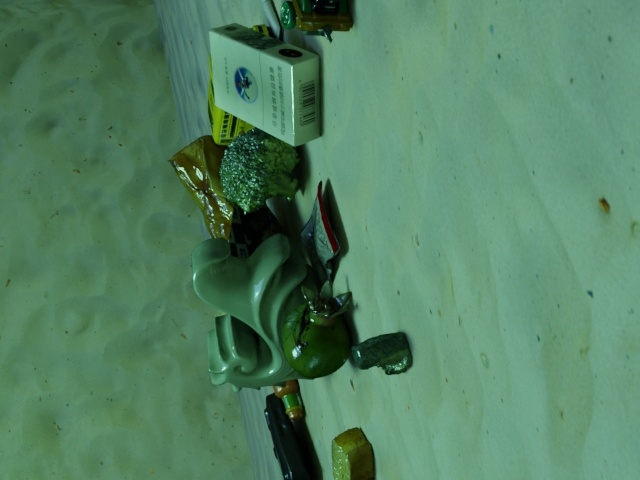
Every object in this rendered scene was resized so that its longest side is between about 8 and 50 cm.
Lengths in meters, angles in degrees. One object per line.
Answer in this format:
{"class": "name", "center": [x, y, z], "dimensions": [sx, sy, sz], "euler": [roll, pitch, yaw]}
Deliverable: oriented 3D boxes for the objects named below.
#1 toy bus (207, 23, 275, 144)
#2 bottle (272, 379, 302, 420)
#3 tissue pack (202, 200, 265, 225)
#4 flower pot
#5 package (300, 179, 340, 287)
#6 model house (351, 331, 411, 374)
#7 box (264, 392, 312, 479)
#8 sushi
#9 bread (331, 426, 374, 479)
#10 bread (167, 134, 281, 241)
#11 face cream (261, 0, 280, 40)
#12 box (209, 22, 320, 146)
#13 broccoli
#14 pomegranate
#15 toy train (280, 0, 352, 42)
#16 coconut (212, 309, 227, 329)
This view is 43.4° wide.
{"class": "toy bus", "center": [-0.175, -0.338, 1.796], "dimensions": [0.330, 0.152, 0.144], "euler": [118, 140, -68]}
{"class": "bottle", "center": [-0.094, 0.390, 2.156], "dimensions": [0.069, 0.069, 0.187], "euler": [105, 148, -59]}
{"class": "tissue pack", "center": [-0.233, -0.113, 2.142], "dimensions": [0.120, 0.169, 0.082], "euler": [104, 147, -58]}
{"class": "flower pot", "center": [-0.127, 0.153, 1.697], "dimensions": [0.164, 0.254, 0.367], "euler": [-105, 10, -54]}
{"class": "package", "center": [0.000, 0.000, 1.591], "dimensions": [0.239, 0.030, 0.154], "euler": [103, 152, -66]}
{"class": "model house", "center": [0.091, 0.183, 1.266], "dimensions": [0.079, 0.083, 0.066], "euler": [124, 132, -69]}
{"class": "box", "center": [-0.083, 0.595, 2.198], "dimensions": [0.290, 0.073, 0.289], "euler": [83, 167, -47]}
{"class": "sushi", "center": [-0.120, -0.003, 1.815], "dimensions": [0.219, 0.047, 0.231], "euler": [51, -149, -42]}
{"class": "bread", "center": [0.066, 0.465, 1.609], "dimensions": [0.103, 0.065, 0.187], "euler": [-128, 29, -50]}
{"class": "bread", "center": [-0.219, -0.094, 1.965], "dimensions": [0.344, 0.149, 0.195], "euler": [61, -171, 2]}
{"class": "face cream", "center": [-0.101, -0.465, 1.687], "dimensions": [0.038, 0.020, 0.115], "euler": [105, 148, -57]}
{"class": "box", "center": [-0.107, -0.301, 1.539], "dimensions": [0.256, 0.069, 0.164], "euler": [32, 135, 39]}
{"class": "broccoli", "center": [-0.128, -0.150, 1.719], "dimensions": [0.176, 0.198, 0.226], "euler": [37, 180, 20]}
{"class": "pomegranate", "center": [-0.004, 0.169, 1.541], "dimensions": [0.191, 0.131, 0.152], "euler": [108, 152, -47]}
{"class": "toy train", "center": [-0.012, -0.411, 1.248], "dimensions": [0.136, 0.091, 0.227], "euler": [119, 140, -52]}
{"class": "coconut", "center": [-0.151, 0.198, 1.997], "dimensions": [0.224, 0.224, 0.224], "euler": [170, 90, -76]}
